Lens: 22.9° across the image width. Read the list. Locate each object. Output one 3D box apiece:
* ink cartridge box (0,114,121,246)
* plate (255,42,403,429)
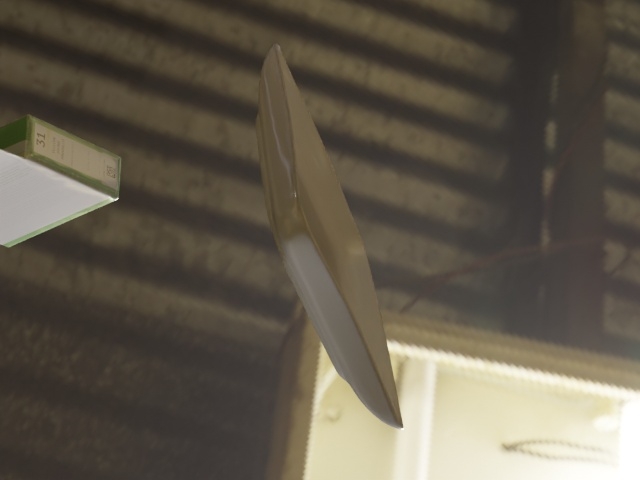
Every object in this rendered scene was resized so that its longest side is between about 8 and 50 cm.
[{"bbox_3d":[-0.332,-0.071,1.501,0.235,0.171,0.056,26,-126,-43],"label":"ink cartridge box"},{"bbox_3d":[0.000,0.000,1.456,0.045,0.278,0.277,-20,-142,7],"label":"plate"}]
